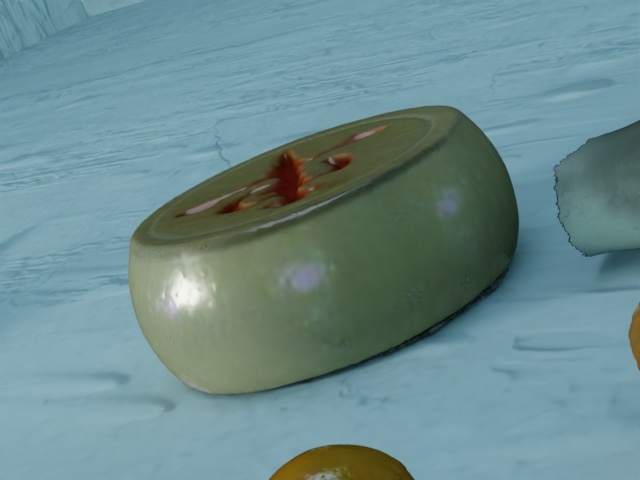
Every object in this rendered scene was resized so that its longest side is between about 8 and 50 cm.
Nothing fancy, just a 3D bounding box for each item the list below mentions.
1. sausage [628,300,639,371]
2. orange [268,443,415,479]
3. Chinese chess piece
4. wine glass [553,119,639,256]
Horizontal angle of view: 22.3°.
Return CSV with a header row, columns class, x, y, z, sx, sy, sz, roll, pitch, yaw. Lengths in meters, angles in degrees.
class,x,y,z,sx,sy,sz,roll,pitch,yaw
sausage,0.242,0.014,0.652,0.238,0.098,0.098,-22,15,9
orange,0.012,0.118,0.637,0.070,0.083,0.083,-30,14,10
Chinese chess piece,0.000,0.000,1.023,0.250,0.097,0.251,-20,15,6
wine glass,0.227,-0.040,0.877,0.195,0.079,0.079,-12,18,29
